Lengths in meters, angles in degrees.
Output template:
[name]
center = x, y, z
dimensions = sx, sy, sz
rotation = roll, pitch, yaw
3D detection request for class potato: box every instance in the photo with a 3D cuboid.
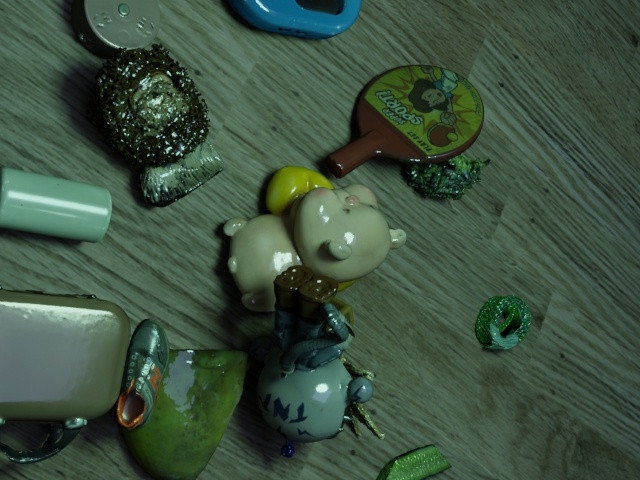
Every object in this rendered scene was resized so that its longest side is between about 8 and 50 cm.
[potato]
center = -0.241, 0.326, 1.661
dimensions = 0.269, 0.112, 0.255
rotation = 6, 83, -32

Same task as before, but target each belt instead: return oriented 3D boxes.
[belt]
center = 0.444, 0.199, 2.167
dimensions = 0.151, 0.079, 0.121
rotation = -36, 106, -31

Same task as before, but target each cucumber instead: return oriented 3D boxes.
[cucumber]
center = 0.192, 0.497, 1.982
dimensions = 0.220, 0.046, 0.070
rotation = -12, 90, -37

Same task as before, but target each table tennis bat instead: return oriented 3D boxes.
[table tennis bat]
center = 0.180, -0.254, 1.977
dimensions = 0.415, 0.051, 0.268
rotation = -33, 66, -25

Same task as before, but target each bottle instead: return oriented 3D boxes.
[bottle]
center = -0.486, -0.063, 1.531
dimensions = 0.245, 0.104, 0.104
rotation = 11, 79, -35

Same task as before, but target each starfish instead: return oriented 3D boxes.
[starfish]
center = 0.065, 0.304, 1.826
dimensions = 0.048, 0.231, 0.295
rotation = -18, 116, -15

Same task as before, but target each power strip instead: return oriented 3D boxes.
[power strip]
center = -0.376, -0.411, 1.660
dimensions = 0.154, 0.078, 0.154
rotation = 4, 83, -36

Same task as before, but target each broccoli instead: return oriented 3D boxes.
[broccoli]
center = 0.304, -0.234, 2.101
dimensions = 0.165, 0.145, 0.304
rotation = 33, 57, -17

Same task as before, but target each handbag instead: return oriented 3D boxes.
[handbag]
center = -0.476, 0.220, 1.484
dimensions = 0.302, 0.149, 0.283
rotation = 9, 78, -36

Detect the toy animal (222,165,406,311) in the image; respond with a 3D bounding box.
[toy animal]
center = -0.008, -0.021, 1.772
dimensions = 0.345, 0.247, 0.277
rotation = -13, 92, -35

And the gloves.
[gloves]
center = -0.304, -0.214, 1.651
dimensions = 0.210, 0.135, 0.312
rotation = -24, 121, -14

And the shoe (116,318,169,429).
[shoe]
center = -0.306, 0.232, 1.547
dimensions = 0.074, 0.077, 0.194
rotation = 11, 90, 0

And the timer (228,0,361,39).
[timer]
center = -0.059, -0.591, 1.878
dimensions = 0.309, 0.115, 0.340
rotation = 0, 85, -34

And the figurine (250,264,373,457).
[figurine]
center = -0.027, 0.226, 1.703
dimensions = 0.186, 0.261, 0.382
rotation = -23, 129, -37
